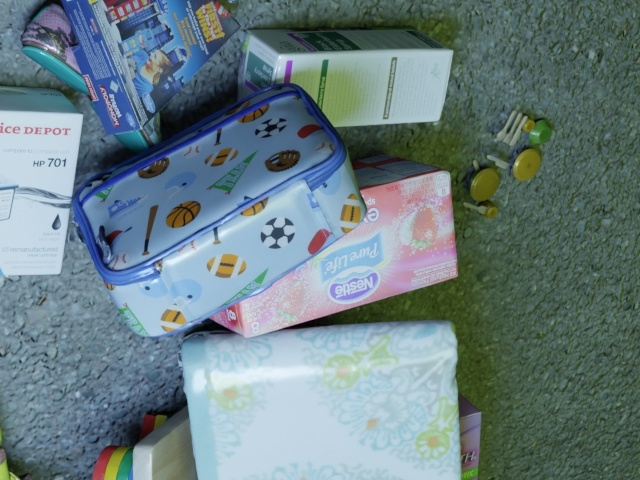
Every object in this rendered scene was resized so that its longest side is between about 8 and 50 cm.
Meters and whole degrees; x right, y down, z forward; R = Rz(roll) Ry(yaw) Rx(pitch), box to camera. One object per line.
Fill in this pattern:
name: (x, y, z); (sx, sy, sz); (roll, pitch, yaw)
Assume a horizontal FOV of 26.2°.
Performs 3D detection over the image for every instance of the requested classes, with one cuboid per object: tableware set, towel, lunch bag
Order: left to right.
lunch bag: (-0.117, -0.041, 1.454); (0.303, 0.243, 0.115); (-26, 127, -3)
towel: (0.008, 0.267, 1.654); (0.320, 0.090, 0.374); (-6, 117, -2)
tableware set: (0.251, -0.102, 1.856); (0.104, 0.024, 0.154); (18, 103, -40)

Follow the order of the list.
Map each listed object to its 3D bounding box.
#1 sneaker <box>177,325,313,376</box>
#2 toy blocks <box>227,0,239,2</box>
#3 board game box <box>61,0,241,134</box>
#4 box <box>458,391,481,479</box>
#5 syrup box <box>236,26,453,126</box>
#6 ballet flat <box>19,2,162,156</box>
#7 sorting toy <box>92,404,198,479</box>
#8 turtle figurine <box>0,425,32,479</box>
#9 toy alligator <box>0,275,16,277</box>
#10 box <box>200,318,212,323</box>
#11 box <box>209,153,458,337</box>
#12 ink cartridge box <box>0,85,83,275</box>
sneaker: (-0.048, 0.157, 1.756); (0.275, 0.110, 0.107); (6, 108, -13)
toy blocks: (-0.040, -0.462, 1.393); (0.288, 0.260, 0.309); (-15, 152, 9)
board game box: (-0.181, -0.239, 1.467); (0.194, 0.060, 0.194); (-36, 113, -44)
box: (0.106, 0.292, 1.849); (0.117, 0.213, 0.243); (-15, 120, -24)
syrup box: (0.028, -0.194, 1.625); (0.237, 0.093, 0.096); (-5, 117, -29)
ballet flat: (-0.232, -0.176, 1.498); (0.221, 0.077, 0.079); (44, 68, -38)
sorting toy: (-0.201, 0.335, 1.686); (0.089, 0.257, 0.255); (4, 99, 14)
turtle figurine: (-0.370, 0.293, 1.601); (0.087, 0.269, 0.217); (-53, 129, -52)
toy alligator: (-0.417, 0.049, 1.512); (0.190, 0.056, 0.051); (-27, 85, -17)
box: (-0.156, 0.063, 1.690); (0.136, 0.028, 0.081); (-11, 119, -29)
box: (0.000, 0.000, 1.651); (0.300, 0.154, 0.142); (-15, 107, -27)
ink cartridge box: (-0.343, -0.063, 1.477); (0.139, 0.082, 0.190); (-1, 116, -31)
